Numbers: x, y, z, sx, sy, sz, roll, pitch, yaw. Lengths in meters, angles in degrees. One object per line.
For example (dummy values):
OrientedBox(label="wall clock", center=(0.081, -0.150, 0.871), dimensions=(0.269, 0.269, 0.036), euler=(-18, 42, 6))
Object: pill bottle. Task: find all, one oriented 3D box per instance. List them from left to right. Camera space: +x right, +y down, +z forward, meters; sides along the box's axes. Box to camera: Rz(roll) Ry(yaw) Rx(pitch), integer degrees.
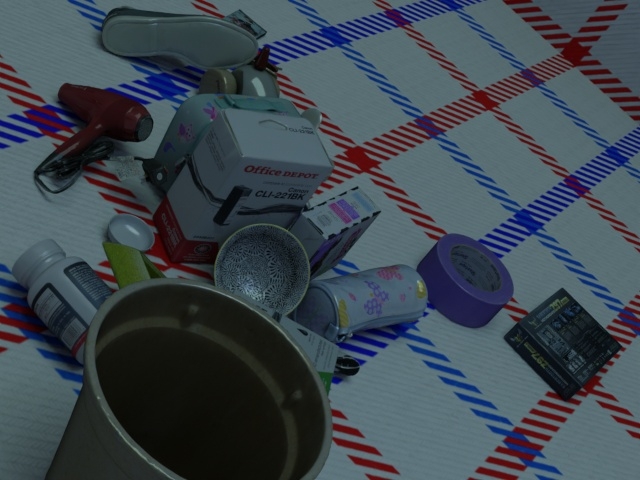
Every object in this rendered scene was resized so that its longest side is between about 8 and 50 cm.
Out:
OrientedBox(label="pill bottle", center=(-0.373, 0.087, 1.700), dimensions=(0.180, 0.108, 0.108), euler=(46, 36, 12))

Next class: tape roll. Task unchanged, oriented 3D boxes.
OrientedBox(label="tape roll", center=(0.295, 0.081, 2.319), dimensions=(0.189, 0.080, 0.189), euler=(24, 37, -20))

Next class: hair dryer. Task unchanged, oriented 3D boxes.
OrientedBox(label="hair dryer", center=(-0.402, -0.196, 2.002), dimensions=(0.224, 0.080, 0.293), euler=(-4, 39, -23))

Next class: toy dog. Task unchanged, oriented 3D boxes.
OrientedBox(label="toy dog", center=(-0.090, -0.258, 2.298), dimensions=(0.334, 0.161, 0.220), euler=(43, 35, 8))

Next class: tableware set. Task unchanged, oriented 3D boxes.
OrientedBox(label="tableware set", center=(-0.169, -0.411, 2.448), dimensions=(0.194, 0.039, 0.128), euler=(32, -4, -7))

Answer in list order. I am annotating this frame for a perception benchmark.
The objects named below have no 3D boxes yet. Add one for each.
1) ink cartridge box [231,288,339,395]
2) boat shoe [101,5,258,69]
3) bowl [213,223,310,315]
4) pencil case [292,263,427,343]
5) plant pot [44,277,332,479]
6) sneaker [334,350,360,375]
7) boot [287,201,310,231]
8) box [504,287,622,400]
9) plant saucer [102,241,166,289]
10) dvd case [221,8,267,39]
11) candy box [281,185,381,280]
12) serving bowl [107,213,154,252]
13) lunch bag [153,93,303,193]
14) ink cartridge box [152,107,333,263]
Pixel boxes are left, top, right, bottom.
OrientedBox(label="ink cartridge box", center=(-0.087, 0.194, 1.846), dimensions=(0.208, 0.087, 0.153), euler=(29, 35, -10))
OrientedBox(label="boat shoe", center=(-0.286, -0.426, 2.327), dimensions=(0.319, 0.116, 0.099), euler=(3, 35, -15))
OrientedBox(label="bowl", center=(-0.111, 0.056, 1.968), dimensions=(0.170, 0.080, 0.170), euler=(0, 89, -19))
OrientedBox(label="pencil case", center=(0.076, 0.114, 2.055), dimensions=(0.124, 0.113, 0.273), euler=(29, 25, 34))
OrientedBox(label="plant pot", center=(-0.204, 0.271, 1.464), dimensions=(0.334, 0.305, 0.334), euler=(24, 36, -19))
OrientedBox(label="sneaker", center=(0.013, 0.206, 1.973), dimensions=(0.109, 0.040, 0.044), euler=(22, 7, -12))
OrientedBox(label="boot", center=(-0.053, -0.075, 2.114), dimensions=(0.069, 0.190, 0.086), euler=(28, 23, 31))
OrientedBox(label="box", center=(0.509, 0.212, 2.372), dimensions=(0.183, 0.059, 0.233), euler=(46, 36, 12))
OrientedBox(label="plant saucer", center=(-0.251, 0.101, 1.752), dimensions=(0.188, 0.045, 0.188), euler=(63, 3, 31))
OrientedBox(label="dvd case", center=(-0.183, -0.486, 2.609), dimensions=(0.087, 0.013, 0.119), euler=(40, 34, 4))
OrientedBox(label="candy box", center=(0.000, 0.000, 2.077), dimensions=(0.070, 0.165, 0.196), euler=(46, 36, 12))
OrientedBox(label="serving bowl", center=(-0.324, -0.006, 1.920), dimensions=(0.083, 0.027, 0.083), euler=(24, 37, -20))
OrientedBox(label="lunch bag", center=(-0.160, -0.165, 2.073), dimensions=(0.279, 0.224, 0.108), euler=(-5, 51, -44))
OrientedBox(label="ink cartridge box", center=(-0.135, -0.086, 1.962), dimensions=(0.197, 0.273, 0.114), euler=(3, 47, -39))
